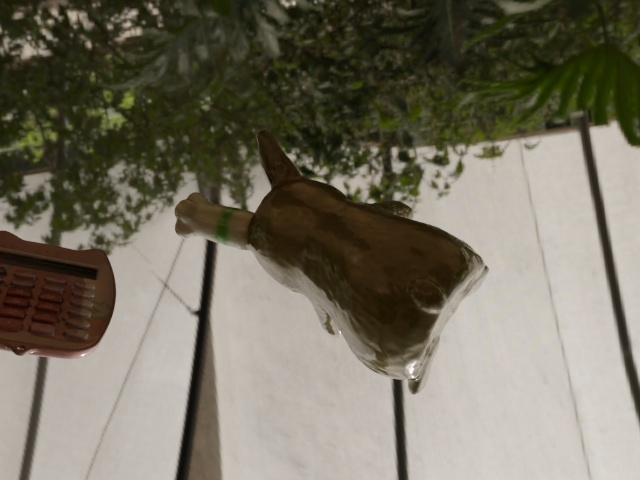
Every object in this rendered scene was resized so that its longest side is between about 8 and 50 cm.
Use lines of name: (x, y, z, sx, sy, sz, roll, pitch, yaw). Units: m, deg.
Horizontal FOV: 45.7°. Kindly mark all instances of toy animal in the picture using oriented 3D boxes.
toy animal: (0.014, 0.009, 0.867, 0.363, 0.181, 0.180, 33, -179, 35)

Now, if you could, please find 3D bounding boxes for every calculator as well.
calculator: (-0.408, 0.080, 1.088, 0.220, 0.048, 0.329, 13, -161, -17)
